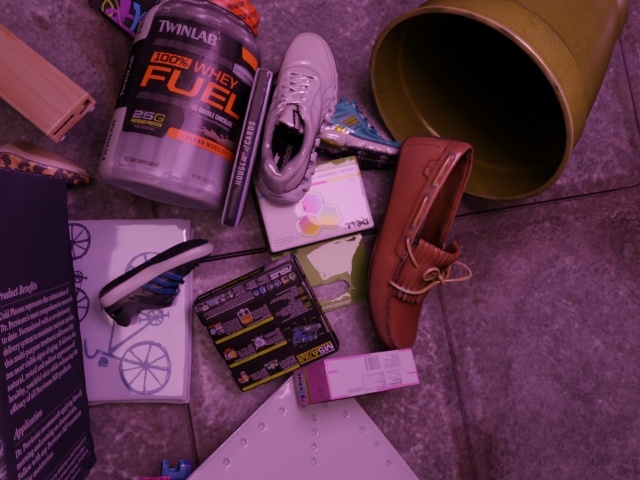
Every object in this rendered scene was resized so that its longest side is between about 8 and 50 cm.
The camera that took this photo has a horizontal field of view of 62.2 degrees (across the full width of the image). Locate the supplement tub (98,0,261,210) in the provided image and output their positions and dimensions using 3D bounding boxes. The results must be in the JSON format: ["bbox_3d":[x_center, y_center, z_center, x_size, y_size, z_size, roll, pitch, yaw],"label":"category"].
[{"bbox_3d":[-0.218,-0.232,0.873,0.207,0.207,0.338,13,83,-8],"label":"supplement tub"}]

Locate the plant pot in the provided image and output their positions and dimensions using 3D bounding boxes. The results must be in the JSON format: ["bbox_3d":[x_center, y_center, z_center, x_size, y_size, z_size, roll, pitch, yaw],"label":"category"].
[{"bbox_3d":[0.337,-0.318,0.919,0.366,0.366,0.353,45,69,-3],"label":"plant pot"}]

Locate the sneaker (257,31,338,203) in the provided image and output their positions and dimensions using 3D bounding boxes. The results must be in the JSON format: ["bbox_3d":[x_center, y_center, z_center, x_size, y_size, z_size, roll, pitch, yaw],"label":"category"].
[{"bbox_3d":[-0.036,-0.209,0.849,0.110,0.118,0.292,9,79,4],"label":"sneaker"}]

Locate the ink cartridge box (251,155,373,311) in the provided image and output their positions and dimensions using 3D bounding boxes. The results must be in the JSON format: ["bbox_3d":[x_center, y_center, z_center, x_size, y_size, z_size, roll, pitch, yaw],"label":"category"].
[{"bbox_3d":[0.000,0.000,0.944,0.189,0.097,0.255,-14,87,-10],"label":"ink cartridge box"}]

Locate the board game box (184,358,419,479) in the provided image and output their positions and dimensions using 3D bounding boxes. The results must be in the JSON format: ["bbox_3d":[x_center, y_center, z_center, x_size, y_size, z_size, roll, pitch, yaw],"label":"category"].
[{"bbox_3d":[-0.023,0.460,0.859,0.390,0.050,0.390,-39,92,-32],"label":"board game box"}]

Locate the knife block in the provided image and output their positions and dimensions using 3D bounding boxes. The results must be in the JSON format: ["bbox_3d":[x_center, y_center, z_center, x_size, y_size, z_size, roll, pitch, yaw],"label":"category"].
[{"bbox_3d":[-0.491,-0.273,0.823,0.088,0.276,0.242,-51,124,-9],"label":"knife block"}]

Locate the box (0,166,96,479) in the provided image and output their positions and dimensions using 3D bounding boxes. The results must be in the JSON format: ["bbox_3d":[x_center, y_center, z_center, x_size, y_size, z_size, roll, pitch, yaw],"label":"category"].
[{"bbox_3d":[-0.600,0.156,0.693,0.480,0.297,0.471,-5,92,-6],"label":"box"}]

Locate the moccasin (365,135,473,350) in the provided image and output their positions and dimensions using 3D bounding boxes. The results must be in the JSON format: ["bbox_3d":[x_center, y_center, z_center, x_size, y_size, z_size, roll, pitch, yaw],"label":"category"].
[{"bbox_3d":[0.181,0.014,0.918,0.139,0.147,0.380,10,97,-51],"label":"moccasin"}]

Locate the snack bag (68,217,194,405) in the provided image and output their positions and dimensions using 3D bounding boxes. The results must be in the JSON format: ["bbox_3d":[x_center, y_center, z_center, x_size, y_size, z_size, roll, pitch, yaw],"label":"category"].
[{"bbox_3d":[-0.391,0.122,0.904,0.343,0.037,0.323,0,85,-9],"label":"snack bag"}]

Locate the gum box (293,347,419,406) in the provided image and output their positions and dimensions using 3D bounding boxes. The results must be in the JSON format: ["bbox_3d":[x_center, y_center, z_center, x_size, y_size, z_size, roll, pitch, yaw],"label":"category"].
[{"bbox_3d":[0.065,0.230,0.895,0.188,0.107,0.062,1,69,-31],"label":"gum box"}]

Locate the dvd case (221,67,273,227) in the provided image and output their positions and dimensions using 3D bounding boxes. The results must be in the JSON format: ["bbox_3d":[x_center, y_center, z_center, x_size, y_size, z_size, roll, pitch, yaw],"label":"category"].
[{"bbox_3d":[-0.117,-0.147,0.871,0.030,0.179,0.238,14,96,-7],"label":"dvd case"}]

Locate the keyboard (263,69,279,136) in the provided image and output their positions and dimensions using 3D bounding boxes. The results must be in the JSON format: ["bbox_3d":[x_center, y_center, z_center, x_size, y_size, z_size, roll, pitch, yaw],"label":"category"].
[{"bbox_3d":[-0.056,-0.268,0.995,0.108,0.023,0.180,44,81,-3],"label":"keyboard"}]

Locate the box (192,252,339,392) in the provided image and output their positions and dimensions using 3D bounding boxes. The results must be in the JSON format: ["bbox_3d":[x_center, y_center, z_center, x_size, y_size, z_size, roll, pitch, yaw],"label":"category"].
[{"bbox_3d":[-0.090,0.142,0.901,0.191,0.045,0.184,-26,105,6],"label":"box"}]

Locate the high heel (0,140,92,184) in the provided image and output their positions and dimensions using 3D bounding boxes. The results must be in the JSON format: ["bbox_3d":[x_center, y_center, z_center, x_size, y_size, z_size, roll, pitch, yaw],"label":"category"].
[{"bbox_3d":[-0.535,-0.075,0.892,0.261,0.093,0.186,13,106,-20],"label":"high heel"}]

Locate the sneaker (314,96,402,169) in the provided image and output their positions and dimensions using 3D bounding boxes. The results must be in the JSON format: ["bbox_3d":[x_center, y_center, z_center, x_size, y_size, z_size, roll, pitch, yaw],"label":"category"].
[{"bbox_3d":[0.054,-0.204,0.963,0.275,0.107,0.110,19,77,-12],"label":"sneaker"}]

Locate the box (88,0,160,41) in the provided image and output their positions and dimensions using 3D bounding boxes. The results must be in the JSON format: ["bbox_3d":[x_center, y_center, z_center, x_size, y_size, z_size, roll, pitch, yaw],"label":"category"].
[{"bbox_3d":[-0.318,-0.420,0.963,0.162,0.029,0.116,39,81,-5],"label":"box"}]

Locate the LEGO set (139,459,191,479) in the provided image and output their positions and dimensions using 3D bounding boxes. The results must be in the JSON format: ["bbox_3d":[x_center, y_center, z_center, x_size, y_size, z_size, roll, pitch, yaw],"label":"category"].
[{"bbox_3d":[-0.191,0.425,0.882,0.227,0.087,0.093,9,90,-23],"label":"LEGO set"}]

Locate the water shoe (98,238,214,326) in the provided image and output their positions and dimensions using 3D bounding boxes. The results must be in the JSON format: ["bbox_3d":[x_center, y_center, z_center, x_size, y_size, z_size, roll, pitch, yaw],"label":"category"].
[{"bbox_3d":[-0.262,0.068,0.887,0.203,0.073,0.080,-28,111,-7],"label":"water shoe"}]
